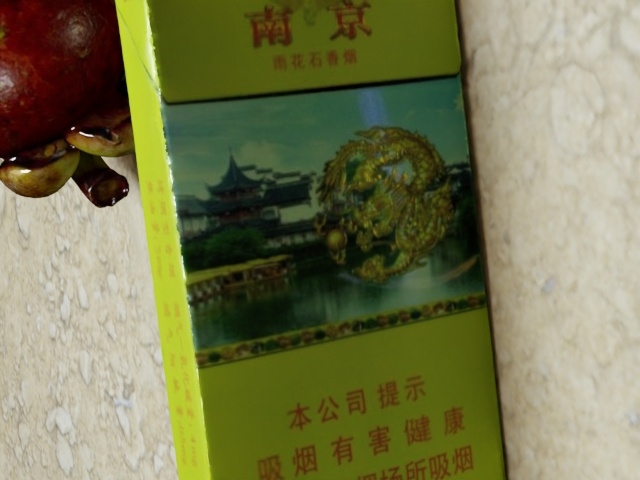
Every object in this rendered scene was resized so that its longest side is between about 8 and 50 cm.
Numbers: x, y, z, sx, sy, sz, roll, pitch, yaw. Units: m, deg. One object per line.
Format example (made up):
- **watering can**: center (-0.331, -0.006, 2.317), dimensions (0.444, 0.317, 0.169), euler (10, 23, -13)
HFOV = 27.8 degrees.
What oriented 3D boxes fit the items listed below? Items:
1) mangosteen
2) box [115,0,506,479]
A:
- **mangosteen**: center (-0.233, -0.138, 1.040), dimensions (0.257, 0.215, 0.215), euler (51, 150, -10)
- **box**: center (0.000, 0.000, 0.686), dimensions (0.047, 0.187, 0.335), euler (0, 98, 59)
